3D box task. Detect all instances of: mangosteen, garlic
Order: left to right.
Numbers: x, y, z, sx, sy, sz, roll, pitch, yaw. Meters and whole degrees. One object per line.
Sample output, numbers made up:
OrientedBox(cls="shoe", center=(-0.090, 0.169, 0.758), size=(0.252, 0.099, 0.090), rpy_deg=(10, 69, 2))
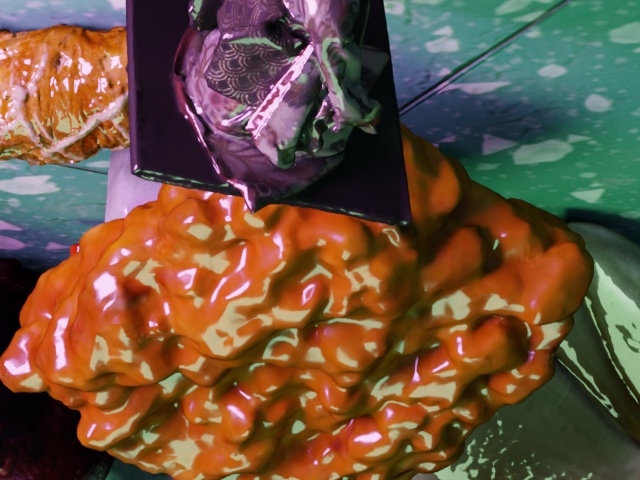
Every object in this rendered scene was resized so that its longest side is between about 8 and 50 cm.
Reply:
OrientedBox(cls="mangosteen", center=(-0.320, 0.163, 1.362), size=(0.297, 0.313, 0.297), rpy_deg=(12, 159, 5))
OrientedBox(cls="garlic", center=(0.186, 0.117, 1.319), size=(0.279, 0.132, 0.325), rpy_deg=(-42, 113, 11))

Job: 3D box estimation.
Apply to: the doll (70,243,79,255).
OrientedBox(cls="doll", center=(-0.108, 0.013, 1.295), size=(0.169, 0.057, 0.109), rpy_deg=(-4, -174, -35))

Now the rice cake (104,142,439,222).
OrientedBox(cls="rice cake", center=(-0.030, -0.038, 1.065), size=(0.226, 0.085, 0.040), rpy_deg=(4, 162, -12))

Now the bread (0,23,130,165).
OrientedBox(cls="bread", center=(-0.169, -0.084, 0.952), size=(0.233, 0.076, 0.105), rpy_deg=(-6, 163, 21))

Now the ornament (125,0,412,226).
OrientedBox(cls="ornament", center=(0.010, -0.122, 0.736), size=(0.153, 0.166, 0.196), rpy_deg=(8, 147, -24))

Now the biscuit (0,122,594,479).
OrientedBox(cls="biscuit", center=(-0.006, 0.055, 1.027), size=(0.312, 0.110, 0.318), rpy_deg=(27, 127, -31))

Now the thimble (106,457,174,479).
OrientedBox(cls="thimble", center=(-0.112, 0.180, 1.571), size=(0.250, 0.205, 0.172), rpy_deg=(-15, 156, 30))
